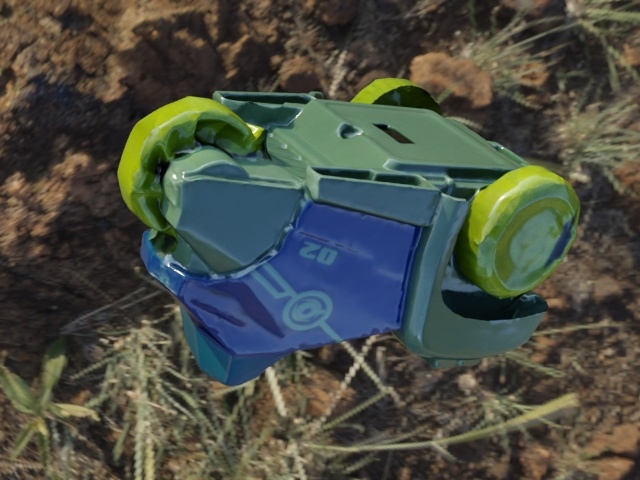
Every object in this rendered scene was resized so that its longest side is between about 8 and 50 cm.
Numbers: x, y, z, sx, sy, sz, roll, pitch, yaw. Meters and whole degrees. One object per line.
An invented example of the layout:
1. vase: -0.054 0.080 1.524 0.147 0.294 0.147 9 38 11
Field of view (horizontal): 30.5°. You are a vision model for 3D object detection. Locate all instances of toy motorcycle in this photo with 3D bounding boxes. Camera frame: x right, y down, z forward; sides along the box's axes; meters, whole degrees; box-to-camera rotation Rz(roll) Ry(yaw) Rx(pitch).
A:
1. toy motorcycle: 0.000 0.000 0.815 0.326 0.191 0.200 -2 120 -36
